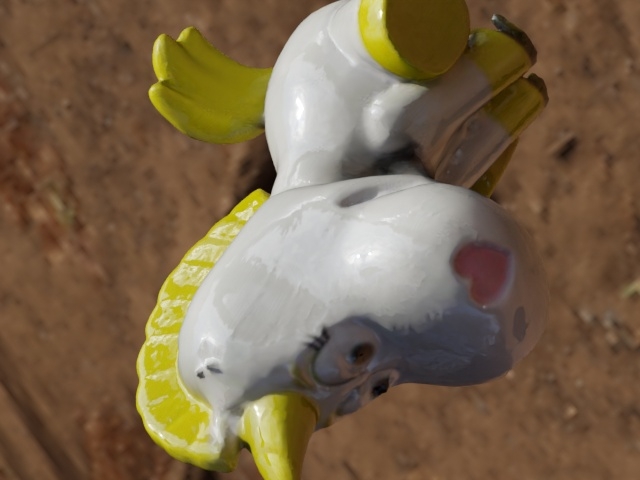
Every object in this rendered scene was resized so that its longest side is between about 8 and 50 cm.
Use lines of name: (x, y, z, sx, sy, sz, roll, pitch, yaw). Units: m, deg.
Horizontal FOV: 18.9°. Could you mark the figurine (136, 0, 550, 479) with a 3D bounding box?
figurine: (0.007, 0.002, 0.605, 0.109, 0.130, 0.178, 68, -159, -56)
